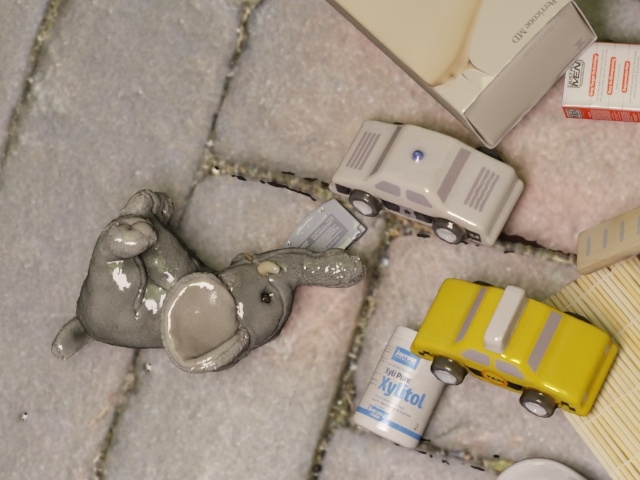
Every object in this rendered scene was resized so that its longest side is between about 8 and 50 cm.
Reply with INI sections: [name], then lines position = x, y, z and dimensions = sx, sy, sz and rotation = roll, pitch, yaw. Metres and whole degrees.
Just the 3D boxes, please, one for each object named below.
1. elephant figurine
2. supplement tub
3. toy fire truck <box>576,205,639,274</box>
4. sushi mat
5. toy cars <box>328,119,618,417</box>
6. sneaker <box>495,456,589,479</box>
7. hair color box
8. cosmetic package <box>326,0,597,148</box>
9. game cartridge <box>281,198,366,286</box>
[elephant figurine]
position = -0.110, 0.065, 1.905
dimensions = 0.239, 0.169, 0.186
rotation = 30, 128, 9
[supplement tub]
position = 0.083, 0.145, 1.882
dimensions = 0.071, 0.071, 0.107
rotation = 23, 85, 17
[toy fire truck]
position = 0.366, -0.055, 1.800
dimensions = 0.246, 0.158, 0.217
rotation = 2, 46, 11
[sushi mat]
position = 0.297, 0.132, 1.777
dimensions = 0.151, 0.019, 0.316
rotation = -40, 42, 5
[toy cars]
position = 0.139, 0.008, 1.843
dimensions = 0.176, 0.087, 0.393
rotation = -24, 58, -3
[sneaker]
position = 0.255, 0.353, 1.721
dimensions = 0.137, 0.210, 0.366
rotation = -28, 73, 6
[hair color box]
position = 0.315, -0.156, 1.904
dimensions = 0.141, 0.043, 0.072
rotation = 6, 79, 14
[cosmetic package]
position = 0.107, -0.256, 1.920
dimensions = 0.160, 0.113, 0.309
rotation = -47, 63, 2
[game cartridge]
position = 0.000, 0.000, 1.963
dimensions = 0.083, 0.017, 0.056
rotation = -45, 75, 1
